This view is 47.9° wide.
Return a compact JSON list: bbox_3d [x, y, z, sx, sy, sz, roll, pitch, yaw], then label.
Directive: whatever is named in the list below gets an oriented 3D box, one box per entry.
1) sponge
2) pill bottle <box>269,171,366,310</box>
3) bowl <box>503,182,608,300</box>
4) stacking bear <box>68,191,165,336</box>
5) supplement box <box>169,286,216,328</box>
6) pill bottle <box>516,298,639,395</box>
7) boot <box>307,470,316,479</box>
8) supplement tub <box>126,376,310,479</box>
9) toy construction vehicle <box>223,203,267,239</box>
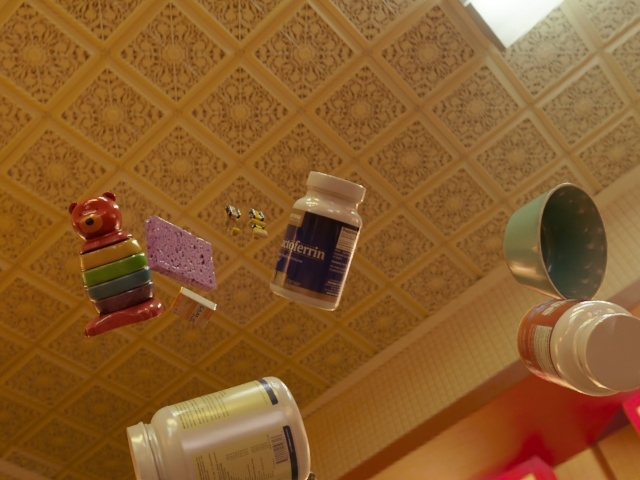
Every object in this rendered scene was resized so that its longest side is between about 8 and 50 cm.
[{"bbox_3d":[-0.307,0.033,1.592,0.031,0.117,0.210,-19,-25,21],"label":"sponge"},{"bbox_3d":[0.000,0.000,1.498,0.153,0.153,0.265,17,-91,-23],"label":"pill bottle"},{"bbox_3d":[0.598,0.016,1.887,0.311,0.312,0.163,32,-25,-31],"label":"bowl"},{"bbox_3d":[-0.465,0.042,1.595,0.175,0.164,0.289,-17,-85,4],"label":"stacking bear"},{"bbox_3d":[-0.319,0.169,1.801,0.098,0.036,0.062,29,-73,-11],"label":"supplement box"},{"bbox_3d":[0.349,0.138,0.950,0.121,0.216,0.121,0,-94,-3],"label":"pill bottle"},{"bbox_3d":[-0.095,0.623,1.726,0.219,0.082,0.106,-49,-52,-31],"label":"boot"},{"bbox_3d":[-0.207,0.427,1.456,0.324,0.235,0.236,-13,-49,-20],"label":"supplement tub"},{"bbox_3d":[-0.145,-0.030,1.382,0.085,0.098,0.035,19,-65,-31],"label":"toy construction vehicle"}]
